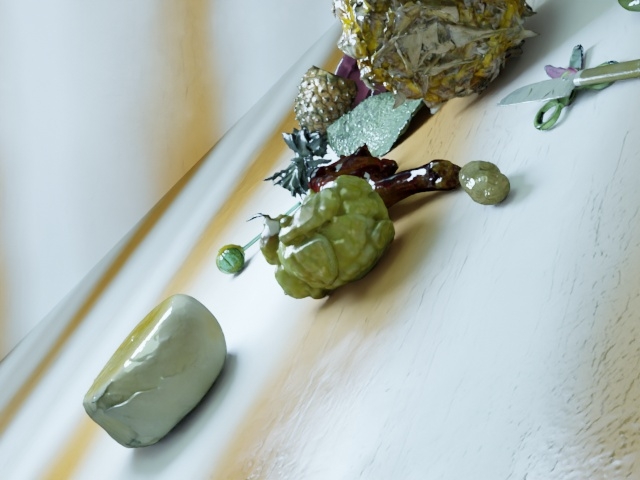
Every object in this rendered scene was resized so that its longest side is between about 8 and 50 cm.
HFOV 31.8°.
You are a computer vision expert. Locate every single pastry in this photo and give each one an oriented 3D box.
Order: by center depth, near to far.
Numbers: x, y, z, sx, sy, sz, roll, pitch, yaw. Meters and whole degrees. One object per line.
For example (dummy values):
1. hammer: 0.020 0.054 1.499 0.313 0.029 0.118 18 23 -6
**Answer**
1. pastry: -0.253 0.204 1.731 0.265 0.133 0.265 -42 15 14

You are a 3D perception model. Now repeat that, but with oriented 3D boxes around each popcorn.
1. popcorn: 0.004 -0.009 1.582 0.195 0.173 0.168 -25 37 63

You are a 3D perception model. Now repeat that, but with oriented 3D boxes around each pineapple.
1. pineapple: 0.182 -0.382 1.800 0.352 0.352 0.300 -36 28 30
2. pineapple: -0.013 -0.197 2.104 0.125 0.125 0.251 -107 38 -73

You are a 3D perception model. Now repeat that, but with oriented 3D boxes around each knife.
1. knife: 0.322 -0.200 1.449 0.298 0.017 0.047 0 57 59

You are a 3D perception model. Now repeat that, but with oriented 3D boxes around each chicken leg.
1. chicken leg: 0.081 -0.081 1.704 0.158 0.096 0.407 -30 13 -18

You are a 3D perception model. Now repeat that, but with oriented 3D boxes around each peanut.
1. peanut: 0.207 -0.073 1.418 0.054 0.054 0.113 -44 18 5

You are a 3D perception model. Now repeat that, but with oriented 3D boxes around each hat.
1. hat: 0.095 -0.291 2.156 0.205 0.089 0.205 -32 54 56

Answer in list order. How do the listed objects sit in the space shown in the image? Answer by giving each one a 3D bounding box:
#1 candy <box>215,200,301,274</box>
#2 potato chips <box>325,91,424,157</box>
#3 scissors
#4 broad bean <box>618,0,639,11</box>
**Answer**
1. candy: -0.113 -0.010 2.109 0.202 0.061 0.061 -39 14 -10
2. potato chips: 0.117 -0.219 1.999 0.228 0.059 0.167 -9 49 41
3. scissors: 0.337 -0.218 1.512 0.133 0.020 0.187 -36 19 20
4. broad bean: 0.484 -0.377 1.479 0.207 0.072 0.153 -52 9 22
